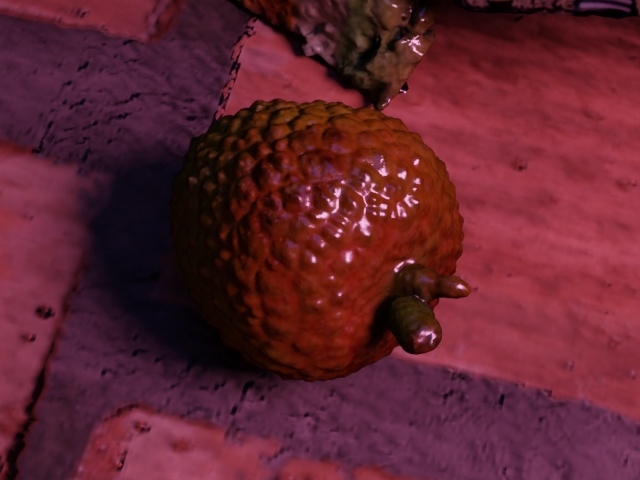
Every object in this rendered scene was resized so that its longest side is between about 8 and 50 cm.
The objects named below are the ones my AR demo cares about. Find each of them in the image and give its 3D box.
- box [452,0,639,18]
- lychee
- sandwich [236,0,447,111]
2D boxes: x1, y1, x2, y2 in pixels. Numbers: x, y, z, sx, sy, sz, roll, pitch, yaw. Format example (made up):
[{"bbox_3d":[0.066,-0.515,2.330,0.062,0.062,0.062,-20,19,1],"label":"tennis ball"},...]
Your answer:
[{"bbox_3d":[0.200,-0.209,0.658,0.198,0.084,0.310,7,37,25],"label":"box"},{"bbox_3d":[0.000,0.000,0.553,0.146,0.114,0.114,29,55,37],"label":"lychee"},{"bbox_3d":[-0.001,-0.228,0.709,0.212,0.109,0.292,21,56,8],"label":"sandwich"}]
